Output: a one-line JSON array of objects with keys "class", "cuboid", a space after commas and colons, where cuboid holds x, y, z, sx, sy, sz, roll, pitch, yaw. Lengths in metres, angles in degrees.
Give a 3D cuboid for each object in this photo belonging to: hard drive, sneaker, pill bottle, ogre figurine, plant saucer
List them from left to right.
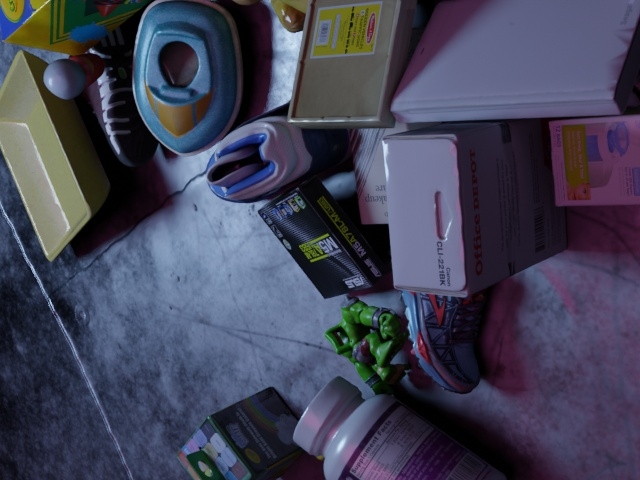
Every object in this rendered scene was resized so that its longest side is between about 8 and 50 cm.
[{"class": "plant saucer", "cuboid": [-0.508, -0.158, 1.944, 0.333, 0.081, 0.332, -31, 81, 58]}, {"class": "sneaker", "cuboid": [-0.389, -0.255, 1.867, 0.163, 0.106, 0.281, -20, 83, 50]}, {"class": "sneaker", "cuboid": [-0.125, -0.122, 1.585, 0.323, 0.236, 0.130, -14, 93, 40]}, {"class": "ogre figurine", "cuboid": [0.075, 0.158, 1.586, 0.118, 0.097, 0.197, 41, 168, 30]}, {"class": "pill bottle", "cuboid": [0.113, 0.339, 1.536, 0.302, 0.169, 0.169, 33, 121, 18]}, {"class": "sneaker", "cuboid": [0.189, 0.096, 1.480, 0.125, 0.104, 0.261, -20, 89, 38]}, {"class": "hard drive", "cuboid": [0.256, -0.239, 1.294, 0.308, 0.203, 0.040, 2, 146, 39]}]

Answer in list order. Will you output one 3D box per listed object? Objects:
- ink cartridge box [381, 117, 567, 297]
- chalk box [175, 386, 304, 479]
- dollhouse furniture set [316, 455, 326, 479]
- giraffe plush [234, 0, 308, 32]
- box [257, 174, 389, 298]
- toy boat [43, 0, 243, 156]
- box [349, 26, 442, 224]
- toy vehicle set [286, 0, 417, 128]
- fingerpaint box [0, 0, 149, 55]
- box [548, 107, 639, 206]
[{"class": "ink cartridge box", "cuboid": [0.205, -0.056, 1.314, 0.114, 0.273, 0.196, 3, 103, 38]}, {"class": "chalk box", "cuboid": [-0.145, 0.365, 1.747, 0.132, 0.213, 0.132, 51, 127, 17]}, {"class": "dollhouse furniture set", "cuboid": [0.035, 0.510, 1.651, 0.303, 0.198, 0.286, 45, 125, 21]}, {"class": "giraffe plush", "cuboid": [-0.092, -0.413, 1.524, 0.210, 0.170, 0.181, 41, 124, 24]}, {"class": "box", "cuboid": [0.000, 0.000, 1.563, 0.184, 0.045, 0.191, 55, 157, -6]}, {"class": "toy boat", "cuboid": [-0.286, -0.266, 1.680, 0.318, 0.148, 0.267, 4, 111, 11]}, {"class": "box", "cuboid": [0.109, -0.165, 1.479, 0.113, 0.094, 0.275, -2, 100, 39]}, {"class": "toy vehicle set", "cuboid": [0.048, -0.287, 1.411, 0.166, 0.035, 0.266, 6, 83, 39]}, {"class": "fingerpaint box", "cuboid": [-0.393, -0.586, 1.661, 0.371, 0.163, 0.444, -23, 72, 41]}, {"class": "box", "cuboid": [0.399, -0.106, 1.255, 0.203, 0.103, 0.114, 1, 103, 39]}]
